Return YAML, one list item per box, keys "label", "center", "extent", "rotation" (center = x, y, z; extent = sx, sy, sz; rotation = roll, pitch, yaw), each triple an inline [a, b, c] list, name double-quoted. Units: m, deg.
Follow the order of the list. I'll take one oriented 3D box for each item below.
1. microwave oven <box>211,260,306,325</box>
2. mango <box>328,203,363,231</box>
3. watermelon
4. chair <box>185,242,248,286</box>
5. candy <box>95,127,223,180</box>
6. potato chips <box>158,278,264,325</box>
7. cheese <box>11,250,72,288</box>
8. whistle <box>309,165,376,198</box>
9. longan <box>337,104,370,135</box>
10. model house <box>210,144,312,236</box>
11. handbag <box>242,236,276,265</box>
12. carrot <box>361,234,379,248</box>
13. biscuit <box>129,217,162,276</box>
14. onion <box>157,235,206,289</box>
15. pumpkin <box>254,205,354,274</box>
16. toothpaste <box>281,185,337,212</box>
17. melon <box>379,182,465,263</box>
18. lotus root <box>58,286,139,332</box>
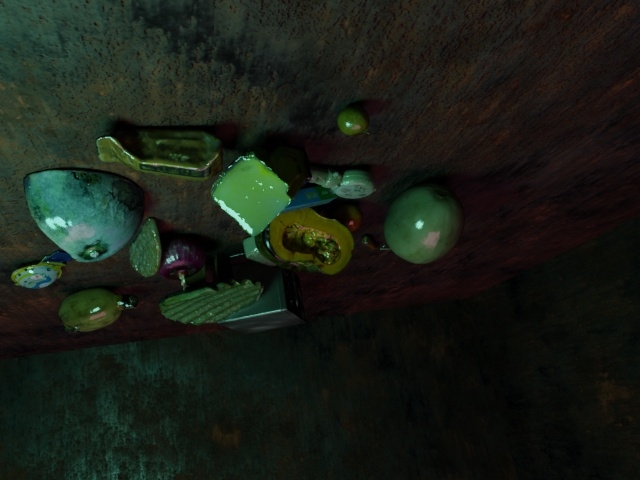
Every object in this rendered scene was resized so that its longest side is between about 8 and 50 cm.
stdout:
- label: "microwave oven"
  center: [-0.274, 0.267, 2.243]
  extent: [0.375, 0.236, 0.432]
  rotation: [-12, 161, 5]
- label: "mango"
  center: [0.084, -0.069, 1.682]
  extent: [0.115, 0.089, 0.165]
  rotation: [-2, 162, -15]
- label: "watermelon"
  center: [-0.558, -0.051, 1.247]
  extent: [0.188, 0.175, 0.322]
  rotation: [-15, 162, 16]
- label: "chair"
  center: [-0.370, 0.123, 1.893]
  extent: [0.247, 0.158, 0.172]
  rotation: [-17, 157, 16]
- label: "candy"
  center: [-0.347, -0.193, 1.077]
  extent: [0.272, 0.101, 0.143]
  rotation: [1, 165, -15]
- label: "potato chips"
  center: [-0.417, 0.232, 1.837]
  extent: [0.429, 0.070, 0.358]
  rotation: [-25, 155, 28]
- label: "cheese"
  center: [-0.935, 0.100, 1.665]
  extent: [0.250, 0.064, 0.157]
  rotation: [-32, 156, 21]
- label: "whistle"
  center: [0.055, -0.172, 1.405]
  extent: [0.258, 0.067, 0.126]
  rotation: [7, 161, -32]
- label: "longan"
  center: [0.079, -0.266, 1.114]
  extent: [0.083, 0.075, 0.075]
  rotation: [39, 138, -20]
- label: "model house"
  center: [-0.132, -0.159, 1.239]
  extent: [0.194, 0.170, 0.211]
  rotation: [-44, -173, 38]
- label: "handbag"
  center: [-0.147, 0.020, 1.846]
  extent: [0.219, 0.079, 0.256]
  rotation: [-21, 161, 19]
- label: "carrot"
  center: [0.214, 0.015, 2.073]
  extent: [0.047, 0.047, 0.191]
  rotation: [-17, 161, 18]
- label: "biscuit"
  center: [-0.555, 0.042, 1.586]
  extent: [0.038, 0.141, 0.290]
  rotation: [-18, 167, -40]
- label: "onion"
  center: [-0.478, 0.062, 1.670]
  extent: [0.177, 0.153, 0.177]
  rotation: [-9, 127, -12]
- label: "pumpkin"
  center: [-0.075, -0.024, 1.586]
  extent: [0.325, 0.242, 0.232]
  rotation: [25, 173, -31]
- label: "toothpaste"
  center: [-0.083, -0.113, 1.425]
  extent: [0.267, 0.050, 0.065]
  rotation: [-15, 171, -30]
- label: "melon"
  center: [0.337, -0.054, 1.610]
  extent: [0.272, 0.271, 0.308]
  rotation: [-10, 170, 0]
- label: "lotus root"
  center: [-0.910, 0.275, 2.032]
  extent: [0.310, 0.182, 0.183]
  rotation: [-14, 161, 1]
